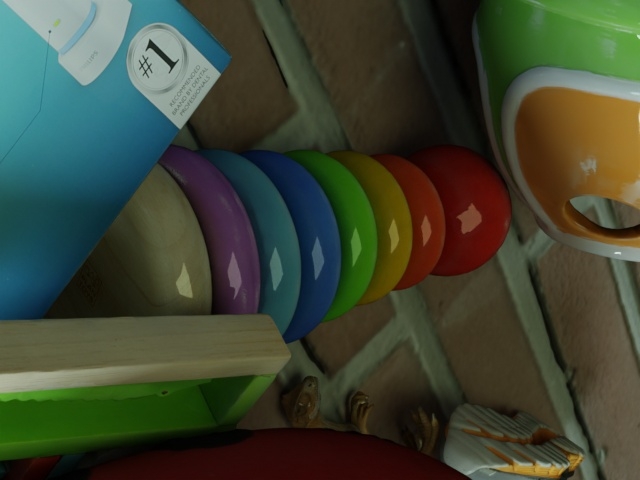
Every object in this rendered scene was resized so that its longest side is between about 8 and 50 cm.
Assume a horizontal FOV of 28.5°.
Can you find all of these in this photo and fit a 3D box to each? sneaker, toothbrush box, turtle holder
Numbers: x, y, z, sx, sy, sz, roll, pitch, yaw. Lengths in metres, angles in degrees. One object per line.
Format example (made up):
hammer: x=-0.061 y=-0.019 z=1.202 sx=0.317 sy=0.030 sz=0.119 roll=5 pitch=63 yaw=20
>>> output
sneaker: x=0.140 y=0.179 z=0.951 sx=0.083 sy=0.084 sz=0.215 roll=-58 pitch=150 yaw=6
toothbrush box: x=-0.217 y=-0.095 z=0.545 sx=0.295 sy=0.126 sz=0.216 roll=42 pitch=78 yaw=-41
turtle holder: x=0.214 y=-0.129 z=0.856 sx=0.243 sy=0.320 sz=0.227 roll=1 pitch=115 yaw=-6

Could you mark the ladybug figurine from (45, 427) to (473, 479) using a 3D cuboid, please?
ladybug figurine: x=-0.082 y=0.207 z=0.605 sx=0.449 sy=0.162 sz=0.305 roll=-11 pitch=146 yaw=-30

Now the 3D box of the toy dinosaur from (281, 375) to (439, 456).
toy dinosaur: x=0.040 y=0.179 z=0.898 sx=0.112 sy=0.064 sz=0.211 roll=-34 pitch=100 yaw=-25

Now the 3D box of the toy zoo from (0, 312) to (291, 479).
toy zoo: x=-0.163 y=0.140 z=0.630 sx=0.192 sy=0.030 sz=0.293 roll=2 pitch=137 yaw=-42

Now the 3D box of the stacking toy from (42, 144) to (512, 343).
stacking toy: x=0.000 y=0.000 z=0.765 sx=0.330 sy=0.141 sz=0.141 roll=-10 pitch=111 yaw=-42
